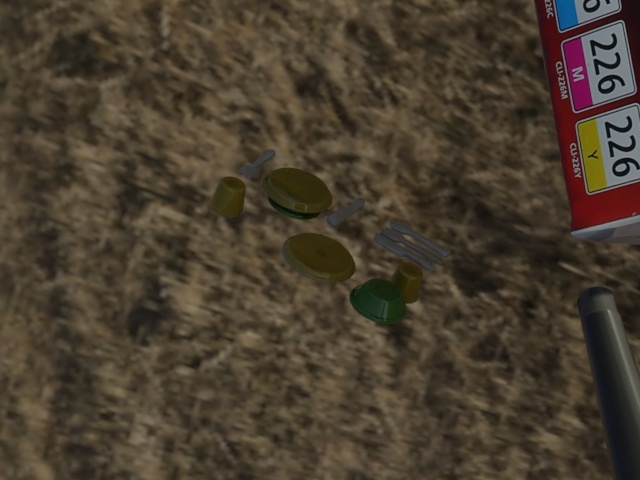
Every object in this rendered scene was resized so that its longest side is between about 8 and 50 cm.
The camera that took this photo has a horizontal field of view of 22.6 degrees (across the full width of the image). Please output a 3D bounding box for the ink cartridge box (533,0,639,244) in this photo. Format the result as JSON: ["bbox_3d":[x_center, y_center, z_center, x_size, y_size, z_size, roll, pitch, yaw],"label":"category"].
[{"bbox_3d":[0.221,-0.176,0.649,0.271,0.130,0.310,-16,77,37],"label":"ink cartridge box"}]

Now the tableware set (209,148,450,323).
[{"bbox_3d":[0.000,0.000,1.028,0.154,0.104,0.024,30,125,15],"label":"tableware set"}]

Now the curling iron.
[{"bbox_3d":[0.166,0.132,0.717,0.068,0.035,0.274,-32,47,19],"label":"curling iron"}]
